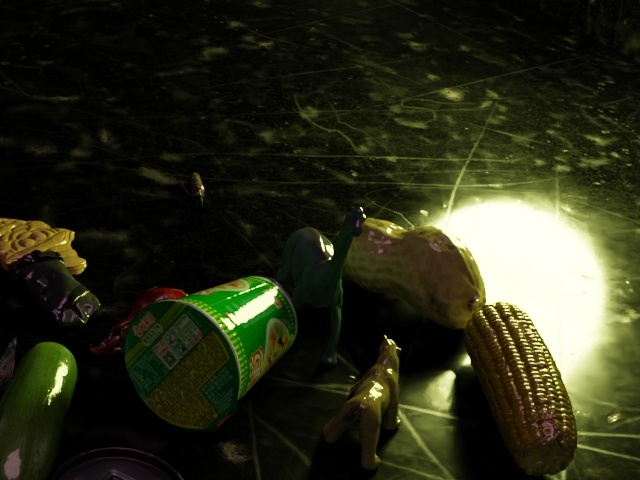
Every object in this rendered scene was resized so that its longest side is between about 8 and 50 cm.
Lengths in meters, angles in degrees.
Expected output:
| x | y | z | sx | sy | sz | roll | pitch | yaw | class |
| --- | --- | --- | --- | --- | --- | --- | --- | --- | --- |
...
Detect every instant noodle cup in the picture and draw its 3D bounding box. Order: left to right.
| x | y | z | sx | sy | sz | roll | pitch | yaw | class |
| --- | --- | --- | --- | --- | --- | --- | --- | --- | --- |
| -0.149 | 0.157 | 1.774 | 0.207 | 0.207 | 0.232 | 23 | 24 | 21 | instant noodle cup |

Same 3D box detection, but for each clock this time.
| x | y | z | sx | sy | sz | roll | pitch | yaw | class |
| --- | --- | --- | --- | --- | --- | --- | --- | --- | --- |
| -0.269 | 0.349 | 1.537 | 0.184 | 0.040 | 0.184 | 8 | 30 | -5 | clock |

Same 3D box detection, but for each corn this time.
| x | y | z | sx | sy | sz | roll | pitch | yaw | class |
| --- | --- | --- | --- | --- | --- | --- | --- | --- | --- |
| 0.319 | 0.228 | 1.838 | 0.131 | 0.131 | 0.344 | 3 | 33 | -12 | corn |

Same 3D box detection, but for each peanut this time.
| x | y | z | sx | sy | sz | roll | pitch | yaw | class |
| --- | --- | --- | --- | --- | --- | --- | --- | --- | --- |
| 0.172 | 0.043 | 2.078 | 0.291 | 0.159 | 0.143 | 25 | 8 | 25 | peanut |

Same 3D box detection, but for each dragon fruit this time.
| x | y | z | sx | sy | sz | roll | pitch | yaw | class |
| --- | --- | --- | --- | --- | --- | --- | --- | --- | --- |
| -0.285 | 0.129 | 1.865 | 0.190 | 0.094 | 0.094 | -18 | 39 | -21 | dragon fruit |

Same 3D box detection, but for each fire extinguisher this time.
| x | y | z | sx | sy | sz | roll | pitch | yaw | class |
| --- | --- | --- | --- | --- | --- | --- | --- | --- | --- |
| -0.258 | -0.107 | 2.318 | 0.046 | 0.032 | 0.100 | 12 | 22 | -19 | fire extinguisher |

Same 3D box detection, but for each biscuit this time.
| x | y | z | sx | sy | sz | roll | pitch | yaw | class |
| --- | --- | --- | --- | --- | --- | --- | --- | --- | --- |
| -0.526 | 0.003 | 2.058 | 0.250 | 0.035 | 0.162 | 19 | 27 | 17 | biscuit |

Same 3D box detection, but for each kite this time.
| x | y | z | sx | sy | sz | roll | pitch | yaw | class |
| --- | --- | --- | --- | --- | --- | --- | --- | --- | --- |
| -0.485 | 0.197 | 1.696 | 0.152 | 0.005 | 0.137 | -8 | 46 | 51 | kite |

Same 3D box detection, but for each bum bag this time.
| x | y | z | sx | sy | sz | roll | pitch | yaw | class |
| --- | --- | --- | --- | --- | --- | --- | --- | --- | --- |
| -0.443 | 0.073 | 1.937 | 0.087 | 0.049 | 0.197 | -22 | 49 | -35 | bum bag |

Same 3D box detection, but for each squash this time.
| x | y | z | sx | sy | sz | roll | pitch | yaw | class |
| --- | --- | --- | --- | --- | --- | --- | --- | --- | --- |
| -0.403 | 0.259 | 1.593 | 0.101 | 0.101 | 0.379 | 8 | 32 | -4 | squash |

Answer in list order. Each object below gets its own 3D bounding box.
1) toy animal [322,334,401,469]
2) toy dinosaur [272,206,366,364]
| x | y | z | sx | sy | sz | roll | pitch | yaw | class |
| --- | --- | --- | --- | --- | --- | --- | --- | --- | --- |
| 0.078 | 0.240 | 1.766 | 0.103 | 0.101 | 0.219 | 18 | 31 | 16 | toy animal |
| 0.000 | 0.000 | 1.920 | 0.129 | 0.331 | 0.383 | 4 | 32 | -14 | toy dinosaur |
